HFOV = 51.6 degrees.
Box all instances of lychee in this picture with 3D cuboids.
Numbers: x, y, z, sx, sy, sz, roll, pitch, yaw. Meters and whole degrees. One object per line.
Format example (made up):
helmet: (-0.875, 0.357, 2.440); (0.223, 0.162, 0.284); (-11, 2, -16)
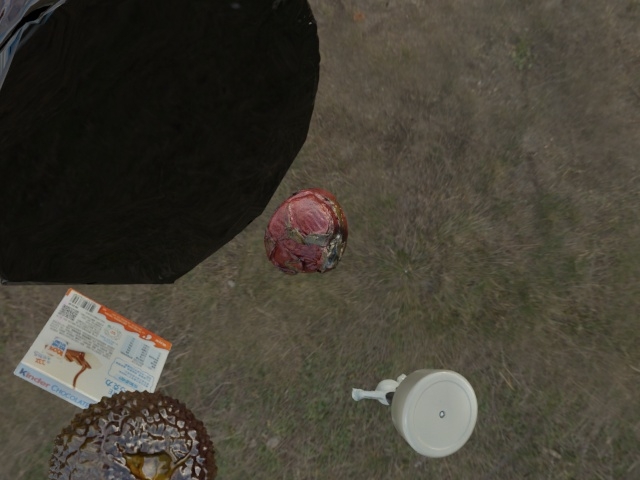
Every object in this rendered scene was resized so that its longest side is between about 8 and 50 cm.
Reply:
lychee: (-0.316, 0.377, 1.109); (0.267, 0.267, 0.268); (0, 87, 7)

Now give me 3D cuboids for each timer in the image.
timer: (0.190, 0.342, 1.427); (0.175, 0.266, 0.176); (0, 91, -23)

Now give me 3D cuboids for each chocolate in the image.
chocolate: (-0.231, -0.188, 0.665); (0.331, 0.383, 0.384); (39, 93, 25)

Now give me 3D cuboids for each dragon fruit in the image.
dragon fruit: (-0.003, 0.001, 1.535); (0.218, 0.224, 0.148); (-50, 49, -7)

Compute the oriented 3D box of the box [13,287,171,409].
box: (-0.478, 0.255, 1.438); (0.273, 0.265, 0.048); (34, 115, -14)
